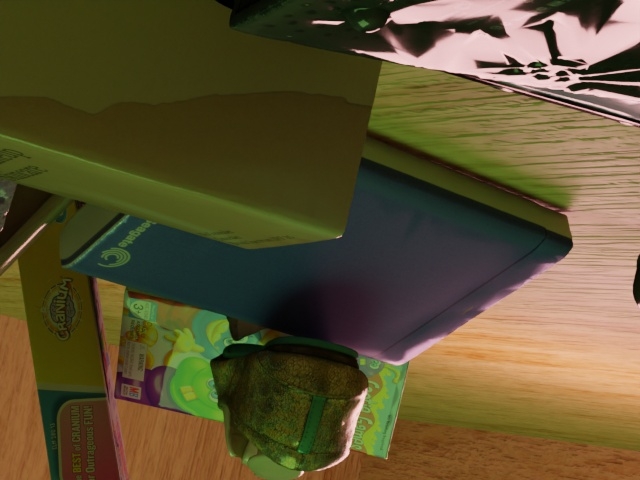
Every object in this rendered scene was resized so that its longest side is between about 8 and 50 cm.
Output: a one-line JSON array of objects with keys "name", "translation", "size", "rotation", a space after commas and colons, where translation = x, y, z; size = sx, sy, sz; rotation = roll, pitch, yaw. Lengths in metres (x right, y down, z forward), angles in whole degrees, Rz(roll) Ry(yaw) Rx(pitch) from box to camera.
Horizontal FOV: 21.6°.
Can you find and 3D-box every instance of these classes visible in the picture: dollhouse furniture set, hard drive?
[{"name": "dollhouse furniture set", "translation": [-0.262, -0.058, 1.157], "size": [0.151, 0.144, 0.123], "rotation": [45, -176, 5]}, {"name": "hard drive", "translation": [0.000, 0.000, 1.237], "size": [0.318, 0.040, 0.210], "rotation": [19, 140, -35]}, {"name": "hard drive", "translation": [0.115, -0.095, 0.573], "size": [0.254, 0.054, 0.172], "rotation": [5, 168, -33]}]

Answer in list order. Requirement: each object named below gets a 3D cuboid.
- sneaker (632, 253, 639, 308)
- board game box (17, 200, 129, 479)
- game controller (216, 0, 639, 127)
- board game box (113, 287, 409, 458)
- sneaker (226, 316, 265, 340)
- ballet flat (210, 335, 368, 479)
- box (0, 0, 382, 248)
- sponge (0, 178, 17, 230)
[{"name": "sneaker", "translation": [0.313, 0.055, 1.158], "size": [0.109, 0.130, 0.286], "rotation": [15, 172, -27]}, {"name": "board game box", "translation": [-0.246, 0.112, 1.669], "size": [0.064, 0.317, 0.242], "rotation": [-9, 172, -6]}, {"name": "game controller", "translation": [0.107, -0.086, 0.771], "size": [0.319, 0.067, 0.166], "rotation": [15, 170, -11]}, {"name": "board game box", "translation": [-0.048, 0.092, 1.654], "size": [0.275, 0.142, 0.144], "rotation": [12, -144, 3]}, {"name": "sneaker", "translation": [-0.028, -0.002, 1.426], "size": [0.129, 0.111, 0.297], "rotation": [-13, 167, -7]}, {"name": "ballet flat", "translation": [-0.035, 0.141, 1.396], "size": [0.123, 0.123, 0.348], "rotation": [14, 174, -7]}, {"name": "box", "translation": [-0.138, -0.094, 0.876], "size": [0.311, 0.121, 0.148], "rotation": [16, 171, -21]}, {"name": "sponge", "translation": [-0.257, -0.054, 1.110], "size": [0.117, 0.210, 0.031], "rotation": [14, -151, -19]}]
